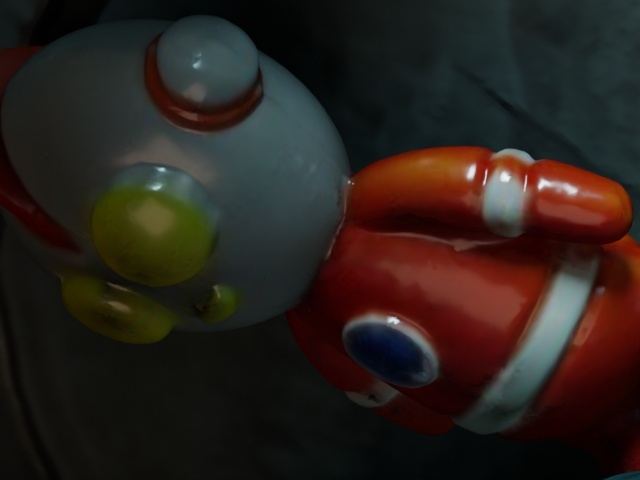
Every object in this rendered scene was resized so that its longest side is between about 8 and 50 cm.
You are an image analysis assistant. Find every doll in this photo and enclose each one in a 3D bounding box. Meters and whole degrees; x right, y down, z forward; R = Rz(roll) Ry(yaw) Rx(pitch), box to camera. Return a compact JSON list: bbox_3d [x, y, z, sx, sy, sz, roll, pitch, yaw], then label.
[{"bbox_3d":[0.000,0.000,0.502,0.245,0.076,0.142,21,144,-9],"label":"doll"}]

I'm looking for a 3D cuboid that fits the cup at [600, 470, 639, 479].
[{"bbox_3d":[0.111,0.194,0.493,0.258,0.219,0.289,-25,114,42],"label":"cup"}]
